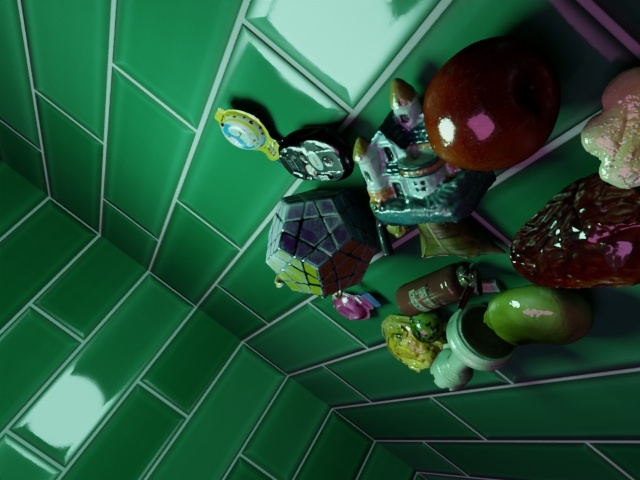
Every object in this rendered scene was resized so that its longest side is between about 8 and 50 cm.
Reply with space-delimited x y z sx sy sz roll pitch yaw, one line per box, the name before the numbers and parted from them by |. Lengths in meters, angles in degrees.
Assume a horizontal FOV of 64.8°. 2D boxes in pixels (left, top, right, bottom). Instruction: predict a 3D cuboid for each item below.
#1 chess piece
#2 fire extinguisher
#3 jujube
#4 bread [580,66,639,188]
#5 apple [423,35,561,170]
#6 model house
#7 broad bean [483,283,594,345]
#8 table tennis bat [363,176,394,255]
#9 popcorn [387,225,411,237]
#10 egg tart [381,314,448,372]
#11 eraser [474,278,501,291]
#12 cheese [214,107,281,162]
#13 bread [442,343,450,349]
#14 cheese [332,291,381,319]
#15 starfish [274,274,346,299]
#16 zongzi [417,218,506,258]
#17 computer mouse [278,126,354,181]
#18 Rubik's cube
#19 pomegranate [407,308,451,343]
chess piece | 0.433 0.339 1.507 0.195 0.194 0.299 29 143 10
fire extinguisher | 0.336 0.148 1.403 0.107 0.147 0.337 28 152 -14
jujube | 0.517 -0.003 0.975 0.216 0.216 0.342 40 155 -8
bread | 0.529 -0.191 0.760 0.251 0.039 0.181 -23 97 34
apple | 0.288 -0.227 0.861 0.201 0.218 0.218 0 136 54
model house | 0.188 -0.193 1.053 0.253 0.184 0.291 6 134 46
broad bean | 0.544 0.192 1.274 0.238 0.119 0.291 20 156 -4
table tennis bat | 0.139 -0.074 1.250 0.027 0.236 0.150 -15 164 2
popcorn | 0.198 -0.070 1.299 0.109 0.089 0.097 61 -179 -17
egg tart | 0.331 0.372 1.762 0.291 0.107 0.290 25 149 16
eraser | 0.450 0.124 1.384 0.083 0.019 0.038 -6 130 48
cheese | -0.176 -0.281 1.382 0.250 0.064 0.156 29 152 -15
bread | 0.475 0.347 1.624 0.154 0.028 0.068 -25 116 35
cheese | 0.126 0.228 1.803 0.155 0.062 0.244 40 148 -11
starfish | -0.034 0.116 1.761 0.303 0.113 0.312 18 143 28
zongzi | 0.328 -0.039 1.204 0.205 0.094 0.204 8 140 32
computer mouse | -0.004 -0.222 1.268 0.233 0.096 0.137 9 136 43
Rubik's cube | 0.000 0.000 1.404 0.264 0.319 0.319 -32 112 28
pomegranate | 0.357 0.266 1.596 0.162 0.122 0.122 1 145 -1
